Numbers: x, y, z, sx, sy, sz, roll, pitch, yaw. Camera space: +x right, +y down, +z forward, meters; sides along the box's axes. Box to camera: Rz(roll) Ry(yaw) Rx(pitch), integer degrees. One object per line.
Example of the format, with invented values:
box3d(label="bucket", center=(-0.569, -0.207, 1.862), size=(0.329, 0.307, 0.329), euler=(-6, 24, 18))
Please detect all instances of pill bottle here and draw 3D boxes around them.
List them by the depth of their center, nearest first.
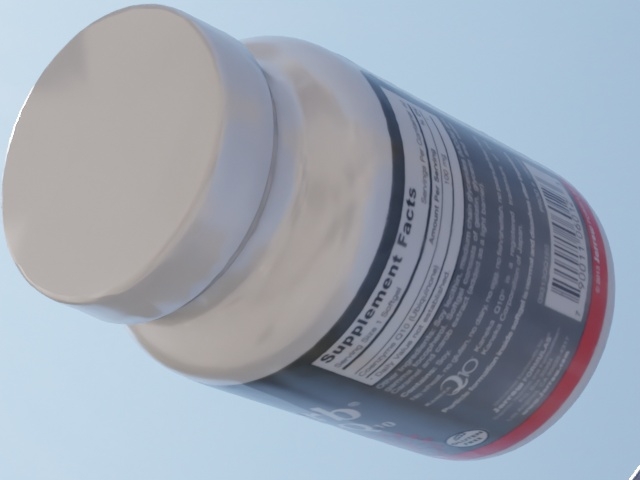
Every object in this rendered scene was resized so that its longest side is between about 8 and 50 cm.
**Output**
box3d(label="pill bottle", center=(0.000, 0.000, 1.137), size=(0.210, 0.363, 0.210), euler=(-17, -117, 37))

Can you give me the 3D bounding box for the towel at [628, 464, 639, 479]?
box3d(label="towel", center=(0.225, -0.028, 0.325), size=(0.336, 0.243, 0.040), euler=(-55, -138, 34))
